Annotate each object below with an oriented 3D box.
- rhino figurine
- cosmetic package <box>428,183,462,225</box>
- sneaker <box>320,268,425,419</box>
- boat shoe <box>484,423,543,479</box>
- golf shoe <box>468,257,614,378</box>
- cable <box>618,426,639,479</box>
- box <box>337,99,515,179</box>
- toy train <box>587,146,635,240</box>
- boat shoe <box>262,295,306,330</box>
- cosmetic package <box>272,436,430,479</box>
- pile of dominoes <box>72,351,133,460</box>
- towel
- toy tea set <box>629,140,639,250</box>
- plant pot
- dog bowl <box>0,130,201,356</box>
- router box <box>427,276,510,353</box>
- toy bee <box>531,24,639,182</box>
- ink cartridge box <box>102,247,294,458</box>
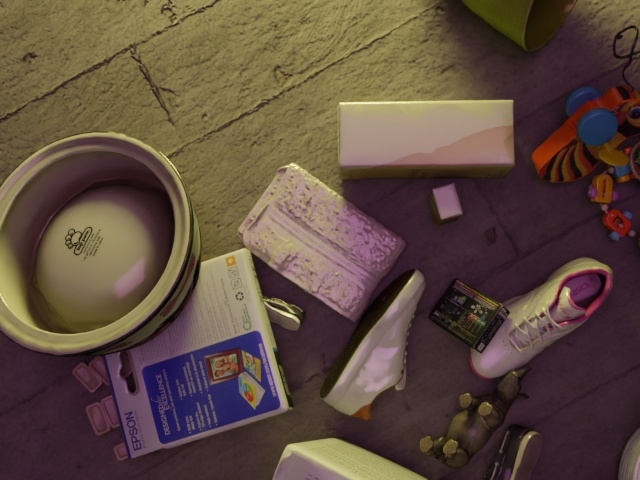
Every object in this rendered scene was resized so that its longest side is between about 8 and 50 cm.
[{"bbox_3d":[0.289,0.310,1.687,0.243,0.106,0.073,-45,52,-2],"label":"rhino figurine"},{"bbox_3d":[0.225,-0.064,1.717,0.041,0.115,0.060,-16,83,1],"label":"cosmetic package"},{"bbox_3d":[0.123,0.192,1.716,0.123,0.106,0.290,33,90,-12],"label":"sneaker"},{"bbox_3d":[0.331,0.429,1.702,0.065,0.075,0.206,25,92,48],"label":"boat shoe"},{"bbox_3d":[0.391,0.135,1.680,0.306,0.140,0.115,-40,85,0],"label":"golf shoe"},{"bbox_3d":[0.658,0.432,1.661,0.257,0.089,0.257,14,85,4],"label":"cable"},{"bbox_3d":[0.187,-0.180,1.717,0.310,0.148,0.121,-1,85,4],"label":"box"},{"bbox_3d":[0.548,-0.088,1.744,0.125,0.046,0.166,35,77,-17],"label":"toy train"},{"bbox_3d":[-0.086,0.125,1.751,0.125,0.046,0.038,20,42,19],"label":"boat shoe"},{"bbox_3d":[0.067,0.533,1.502,0.327,0.393,0.330,23,86,15],"label":"cosmetic package"},{"bbox_3d":[-0.312,0.274,1.758,0.251,0.040,0.196,-25,80,-8],"label":"pile of dominoes"},{"bbox_3d":[0.000,0.000,1.755,0.282,0.049,0.187,34,87,5],"label":"towel"},{"bbox_3d":[0.664,-0.099,1.679,0.199,0.124,0.336,-3,84,-13],"label":"toy tea set"},{"bbox_3d":[0.317,-0.531,1.706,0.293,0.275,0.275,33,86,21],"label":"plant pot"},{"bbox_3d":[-0.392,0.020,1.675,0.407,0.150,0.408,-5,70,13],"label":"dog bowl"},{"bbox_3d":[0.266,0.133,1.703,0.122,0.038,0.092,33,87,44],"label":"router box"},{"bbox_3d":[0.521,-0.206,1.677,0.162,0.298,0.195,20,56,-20],"label":"toy bee"},{"bbox_3d":[-0.234,0.204,1.711,0.307,0.072,0.304,-18,79,10],"label":"ink cartridge box"}]
